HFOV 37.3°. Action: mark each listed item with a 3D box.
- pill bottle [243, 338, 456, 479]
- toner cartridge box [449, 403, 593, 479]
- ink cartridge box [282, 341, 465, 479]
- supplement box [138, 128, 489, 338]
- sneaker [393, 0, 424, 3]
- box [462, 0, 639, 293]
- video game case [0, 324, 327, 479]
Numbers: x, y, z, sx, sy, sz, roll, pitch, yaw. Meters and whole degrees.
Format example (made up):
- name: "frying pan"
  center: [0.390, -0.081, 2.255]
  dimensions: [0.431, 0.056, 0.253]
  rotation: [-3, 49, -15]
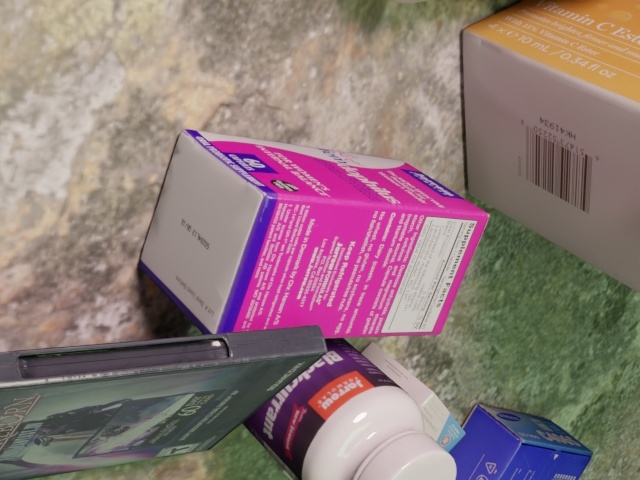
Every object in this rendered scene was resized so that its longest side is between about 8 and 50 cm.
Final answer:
- name: "pill bottle"
  center: [0.011, 0.140, 0.736]
  dimensions: [0.108, 0.193, 0.108]
  rotation: [-21, 128, -29]
- name: "toner cartridge box"
  center: [0.159, 0.359, 1.085]
  dimensions: [0.165, 0.075, 0.347]
  rotation: [20, 103, -46]
- name: "ink cartridge box"
  center: [0.042, 0.186, 0.866]
  dimensions: [0.143, 0.090, 0.092]
  rotation: [-46, 136, -8]
- name: "supplement box"
  center: [0.000, 0.000, 0.697]
  dimensions: [0.220, 0.111, 0.114]
  rotation: [4, 114, -42]
- name: "sneaker"
  center: [0.160, -0.238, 0.680]
  dimensions: [0.299, 0.112, 0.120]
  rotation: [-21, 128, -28]
- name: "box"
  center: [0.320, -0.135, 0.803]
  dimensions: [0.345, 0.215, 0.168]
  rotation: [-29, 131, -24]
- name: "video game case"
  center: [-0.157, 0.114, 0.614]
  dimensions: [0.274, 0.026, 0.196]
  rotation: [-2, 152, -35]
